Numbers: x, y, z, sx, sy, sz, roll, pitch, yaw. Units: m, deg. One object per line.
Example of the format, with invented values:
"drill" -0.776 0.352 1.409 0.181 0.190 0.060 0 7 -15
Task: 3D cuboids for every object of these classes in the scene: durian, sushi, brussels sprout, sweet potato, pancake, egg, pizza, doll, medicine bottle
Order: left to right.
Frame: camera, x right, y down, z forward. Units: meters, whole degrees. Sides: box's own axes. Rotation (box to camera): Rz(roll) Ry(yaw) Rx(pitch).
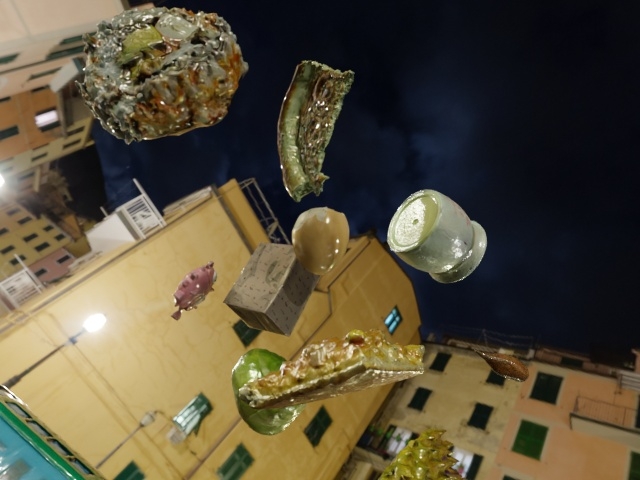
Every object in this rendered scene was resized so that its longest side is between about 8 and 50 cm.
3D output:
"sushi" -0.375 -0.407 1.005 0.417 0.417 0.176 28 -24 23
"doll" -0.477 0.187 1.600 0.093 0.262 0.211 34 -4 16
"brussels sprout" -0.131 0.368 1.059 0.223 0.161 0.223 50 0 -1
"pancake" -0.043 -0.326 1.234 0.304 0.066 0.427 20 -83 54
"egg" 0.000 0.000 1.479 0.201 0.201 0.245 8 -76 38
"pizza" 0.031 0.240 0.772 0.268 0.257 0.087 -29 -122 24
"durian" 0.138 0.350 0.590 0.153 0.260 0.187 9 -73 31
"medicine bottle" 0.226 -0.006 0.830 0.143 0.147 0.147 30 -32 -26
"sweet potato" 0.384 0.261 0.913 0.117 0.049 0.049 27 -42 4

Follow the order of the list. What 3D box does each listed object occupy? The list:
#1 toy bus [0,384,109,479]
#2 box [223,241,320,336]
"toy bus" -0.387 0.329 0.524 0.343 0.183 0.199 34 -39 9
"box" -0.178 0.184 1.645 0.225 0.297 0.190 4 -36 37
